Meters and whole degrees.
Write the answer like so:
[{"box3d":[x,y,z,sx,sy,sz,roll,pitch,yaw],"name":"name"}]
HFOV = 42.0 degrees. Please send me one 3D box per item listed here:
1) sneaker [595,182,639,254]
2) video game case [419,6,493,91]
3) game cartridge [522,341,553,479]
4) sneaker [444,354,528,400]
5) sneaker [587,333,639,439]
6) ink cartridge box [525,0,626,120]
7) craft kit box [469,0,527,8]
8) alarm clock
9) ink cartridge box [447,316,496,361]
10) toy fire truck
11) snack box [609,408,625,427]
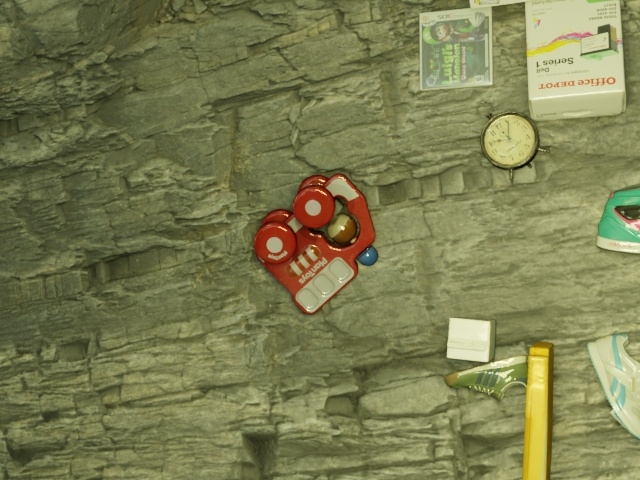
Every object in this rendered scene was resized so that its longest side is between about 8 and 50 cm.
[{"box3d":[0.742,-0.061,1.756,0.295,0.124,0.178,5,102,19],"name":"sneaker"},{"box3d":[0.321,-0.454,1.976,0.173,0.022,0.190,-1,86,18],"name":"video game case"},{"box3d":[0.453,0.378,1.733,0.052,0.285,0.324,0,85,18],"name":"game cartridge"},{"box3d":[0.382,0.321,1.874,0.192,0.064,0.086,-18,76,13],"name":"sneaker"},{"box3d":[0.648,0.307,1.762,0.092,0.087,0.229,-25,66,17],"name":"sneaker"},{"box3d":[0.556,-0.418,1.825,0.201,0.117,0.278,-3,75,18],"name":"ink cartridge box"},{"box3d":[0.458,-0.621,1.856,0.246,0.061,0.250,-1,48,16],"name":"craft kit box"},{"box3d":[0.422,-0.242,1.905,0.129,0.064,0.192,-38,79,12],"name":"alarm clock"},{"box3d":[0.338,0.219,1.856,0.092,0.143,0.090,3,87,18],"name":"ink cartridge box"},{"box3d":[0.000,0.000,1.991,0.302,0.169,0.254,-42,99,11],"name":"toy fire truck"},{"box3d":[0.709,0.331,1.791,0.064,0.022,0.178,46,100,17],"name":"snack box"}]
